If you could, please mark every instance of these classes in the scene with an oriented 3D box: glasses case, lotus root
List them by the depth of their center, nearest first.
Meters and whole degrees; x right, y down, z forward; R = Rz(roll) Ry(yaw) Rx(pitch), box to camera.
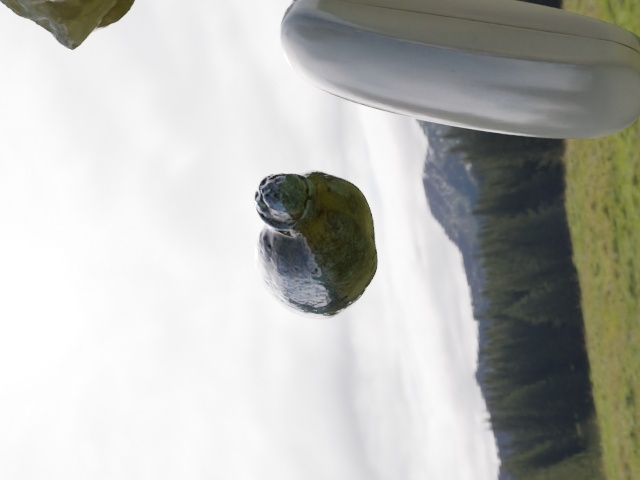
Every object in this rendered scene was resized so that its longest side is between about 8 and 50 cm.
[{"bbox_3d":[0.076,-0.098,0.450,0.081,0.204,0.051,76,-151,-65],"label":"glasses case"},{"bbox_3d":[0.000,0.000,0.932,0.322,0.139,0.158,82,-153,-74],"label":"lotus root"}]

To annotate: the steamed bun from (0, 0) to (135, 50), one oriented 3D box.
[{"bbox_3d":[-0.309,-0.416,0.806,0.428,0.247,0.189,49,164,9],"label":"steamed bun"}]
